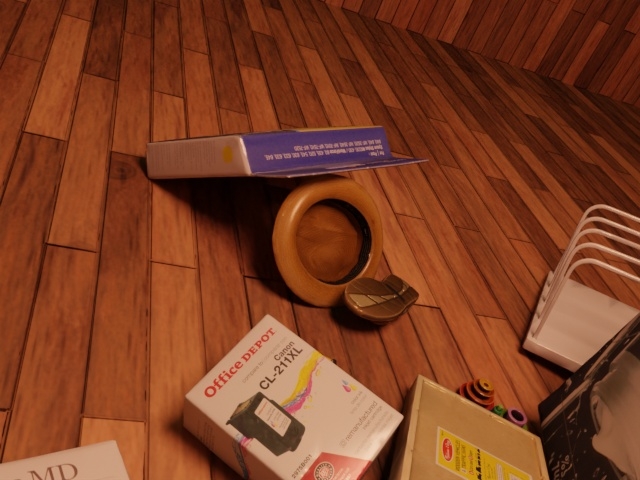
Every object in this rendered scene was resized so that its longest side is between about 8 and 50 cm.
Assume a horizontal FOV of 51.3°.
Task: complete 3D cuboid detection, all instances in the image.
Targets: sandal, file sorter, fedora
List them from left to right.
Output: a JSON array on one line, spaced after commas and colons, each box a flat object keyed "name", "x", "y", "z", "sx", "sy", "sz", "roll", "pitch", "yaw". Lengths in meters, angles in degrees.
[{"name": "fedora", "x": 0.000, "y": 0.000, "z": 0.925, "sx": 0.194, "sy": 0.195, "sz": 0.079, "roll": -4, "pitch": 6, "yaw": -38}, {"name": "sandal", "x": 0.083, "y": 0.087, "z": 0.926, "sx": 0.072, "sy": 0.049, "sz": 0.180, "roll": 44, "pitch": 21, "yaw": 19}, {"name": "file sorter", "x": 0.457, "y": 0.082, "z": 1.031, "sx": 0.192, "sy": 0.173, "sz": 0.277, "roll": 25, "pitch": 28, "yaw": 16}]

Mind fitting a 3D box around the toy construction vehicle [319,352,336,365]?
[{"name": "toy construction vehicle", "x": -0.024, "y": 0.164, "z": 0.753, "sx": 0.085, "sy": 0.035, "sz": 0.098, "roll": 26, "pitch": 32, "yaw": -17}]

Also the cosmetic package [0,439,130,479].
[{"name": "cosmetic package", "x": -0.182, "y": 0.250, "z": 0.397, "sx": 0.151, "sy": 0.152, "sz": 0.184, "roll": -2, "pitch": 40, "yaw": -37}]

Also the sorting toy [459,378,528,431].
[{"name": "sorting toy", "x": 0.222, "y": 0.210, "z": 0.837, "sx": 0.102, "sy": 0.042, "sz": 0.061, "roll": 33, "pitch": 33, "yaw": 13}]

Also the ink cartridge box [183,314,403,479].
[{"name": "ink cartridge box", "x": -0.030, "y": 0.177, "z": 0.654, "sx": 0.175, "sy": 0.072, "sz": 0.127, "roll": 35, "pitch": 54, "yaw": 16}]

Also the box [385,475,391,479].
[{"name": "box", "x": 0.124, "y": 0.329, "z": 0.595, "sx": 0.190, "sy": 0.045, "sz": 0.184, "roll": 25, "pitch": 34, "yaw": -1}]

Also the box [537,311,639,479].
[{"name": "box", "x": 0.463, "y": 0.226, "z": 0.548, "sx": 0.297, "sy": 0.472, "sz": 0.480, "roll": 28, "pitch": 31, "yaw": -6}]

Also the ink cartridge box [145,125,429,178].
[{"name": "ink cartridge box", "x": -0.049, "y": -0.135, "z": 0.997, "sx": 0.307, "sy": 0.072, "sz": 0.303, "roll": 2, "pitch": 10, "yaw": 43}]

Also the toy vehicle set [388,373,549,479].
[{"name": "toy vehicle set", "x": 0.158, "y": 0.244, "z": 0.687, "sx": 0.165, "sy": 0.035, "sz": 0.267, "roll": 27, "pitch": 17, "yaw": 5}]
